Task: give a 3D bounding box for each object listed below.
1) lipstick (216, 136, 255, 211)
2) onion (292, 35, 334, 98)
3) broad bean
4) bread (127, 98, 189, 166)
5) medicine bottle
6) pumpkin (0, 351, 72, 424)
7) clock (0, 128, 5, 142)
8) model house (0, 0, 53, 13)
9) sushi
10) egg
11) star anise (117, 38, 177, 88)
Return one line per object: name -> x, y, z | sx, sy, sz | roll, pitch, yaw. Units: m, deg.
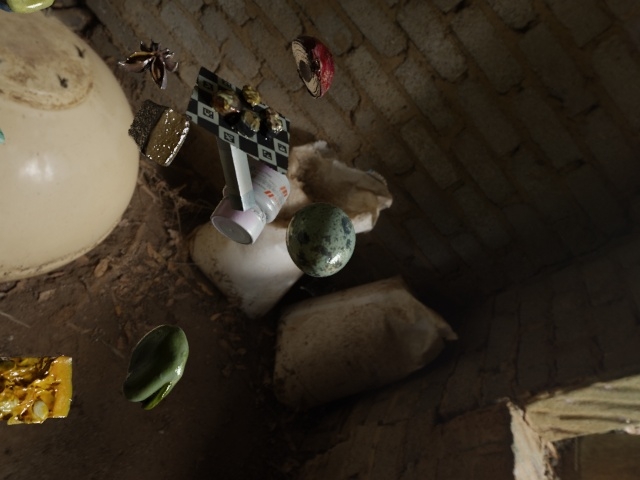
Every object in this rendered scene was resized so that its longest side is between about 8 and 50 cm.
lipstick -> -0.291, -0.259, 1.424 | 0.068, 0.066, 0.317 | -37, 130, -45
onion -> -0.009, -0.651, 1.548 | 0.227, 0.120, 0.283 | 66, -4, -27
broad bean -> -0.447, 0.340, 1.138 | 0.100, 0.169, 0.228 | 60, 26, -61
bread -> -0.527, -0.357, 1.345 | 0.113, 0.165, 0.416 | 24, 7, -34
medicine bottle -> -0.305, -0.168, 1.810 | 0.256, 0.256, 0.324 | 40, 61, -21
pumpkin -> -0.591, 0.254, 0.726 | 0.281, 0.190, 0.139 | 7, 65, -30
clock -> -1.040, -0.384, 1.233 | 0.066, 0.159, 0.210 | -29, 96, -12
model house -> -0.439, -0.476, 0.528 | 0.261, 0.321, 0.266 | -35, 85, -28
sushi -> -0.132, -0.239, 0.779 | 0.210, 0.040, 0.192 | 26, 42, -29
egg -> 0.000, 0.000, 0.780 | 0.132, 0.132, 0.172 | 42, 20, -18
star anise -> -0.488, -0.496, 1.202 | 0.148, 0.227, 0.218 | -11, 87, -15
